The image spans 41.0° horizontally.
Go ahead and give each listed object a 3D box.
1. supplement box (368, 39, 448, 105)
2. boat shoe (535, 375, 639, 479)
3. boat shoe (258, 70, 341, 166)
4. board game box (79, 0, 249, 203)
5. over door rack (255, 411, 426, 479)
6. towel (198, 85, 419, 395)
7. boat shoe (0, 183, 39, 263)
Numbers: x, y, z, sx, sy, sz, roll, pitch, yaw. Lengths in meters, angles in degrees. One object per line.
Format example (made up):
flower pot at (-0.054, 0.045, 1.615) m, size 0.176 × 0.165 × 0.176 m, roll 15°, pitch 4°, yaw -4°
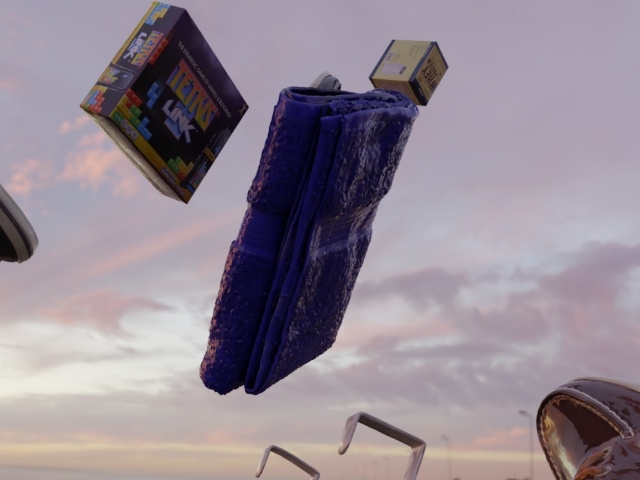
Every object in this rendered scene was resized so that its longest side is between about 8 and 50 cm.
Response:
supplement box at (0.134, -0.256, 1.302) m, size 0.083 × 0.083 × 0.056 m, roll 14°, pitch -26°, yaw 39°
boat shoe at (0.228, 0.196, 0.618) m, size 0.123 × 0.123 × 0.342 m, roll 7°, pitch 19°, yaw -16°
boat shoe at (-0.007, -0.133, 1.054) m, size 0.079 × 0.233 × 0.084 m, roll 29°, pitch -54°, yaw -6°
board game box at (-0.158, -0.142, 0.914) m, size 0.048 × 0.141 × 0.170 m, roll 22°, pitch -18°, yaw 29°
over door rack at (0.010, 0.307, 0.627) m, size 0.108 × 0.324 × 0.239 m, roll 15°, pitch -24°, yaw -16°
towel at (0.000, 0.000, 0.852) m, size 0.076 × 0.308 × 0.227 m, roll 29°, pitch 23°, yaw 26°
boat shoe at (-0.550, -0.110, 0.963) m, size 0.500 × 0.156 × 0.186 m, roll 39°, pitch -20°, yaw -24°
